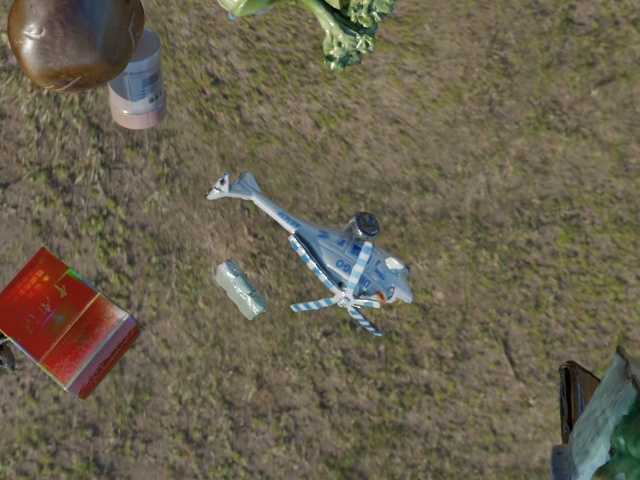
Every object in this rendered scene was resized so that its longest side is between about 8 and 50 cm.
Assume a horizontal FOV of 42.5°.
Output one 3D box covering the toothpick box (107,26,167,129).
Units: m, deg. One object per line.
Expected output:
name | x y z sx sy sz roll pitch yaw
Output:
toothpick box | -0.312 -0.273 1.381 0.099 0.098 0.149 -9 144 -11

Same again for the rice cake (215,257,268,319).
rice cake | -0.145 0.090 1.498 0.038 0.211 0.124 -38 84 -11

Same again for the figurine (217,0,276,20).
figurine | -0.143 -0.529 1.602 0.163 0.236 0.141 32 137 -28

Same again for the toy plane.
toy plane | -0.006 0.004 0.995 0.273 0.107 0.182 27 143 5

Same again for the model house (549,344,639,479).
model house | 0.311 0.317 0.711 0.295 0.251 0.329 28 110 2

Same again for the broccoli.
broccoli | -0.027 -0.522 1.424 0.397 0.275 0.352 4 68 -40

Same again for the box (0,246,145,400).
box | -0.306 0.095 0.973 0.112 0.175 0.048 -52 149 -14

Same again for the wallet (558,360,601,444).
wallet | 0.345 0.242 0.906 0.255 0.137 0.031 33 143 -31

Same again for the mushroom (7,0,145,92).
mushroom | -0.210 -0.212 0.765 0.080 0.135 0.170 25 69 13

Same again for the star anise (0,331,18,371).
star anise | -0.589 0.170 1.481 0.056 0.124 0.129 -14 102 -55
